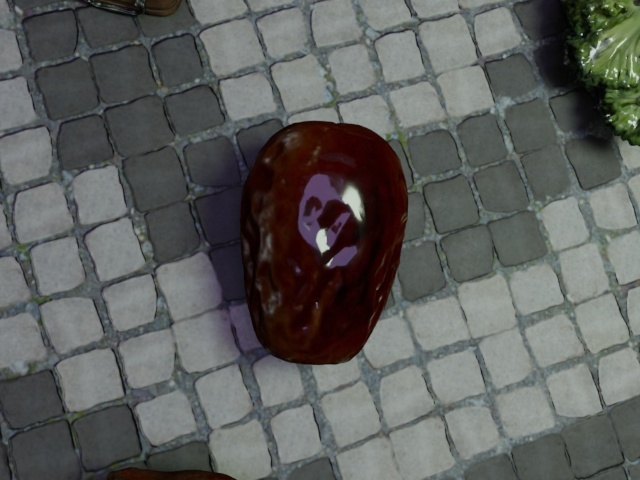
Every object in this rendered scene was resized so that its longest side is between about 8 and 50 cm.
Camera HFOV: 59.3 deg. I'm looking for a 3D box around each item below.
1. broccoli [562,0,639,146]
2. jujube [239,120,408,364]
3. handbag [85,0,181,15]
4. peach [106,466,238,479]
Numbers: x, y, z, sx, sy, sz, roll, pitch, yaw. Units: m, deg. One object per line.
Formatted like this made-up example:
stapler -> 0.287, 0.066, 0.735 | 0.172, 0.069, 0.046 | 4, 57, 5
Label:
broccoli -> 0.536, -0.376, 0.765 | 0.275, 0.397, 0.353 | -30, 82, -34
jujube -> 0.000, 0.000, 0.750 | 0.223, 0.223, 0.317 | 6, 90, -6
handbag -> -0.289, -0.414, 0.825 | 0.194, 0.072, 0.151 | 10, 82, -7
peach -> -0.172, 0.380, 0.673 | 0.233, 0.232, 0.256 | -31, 86, -9
